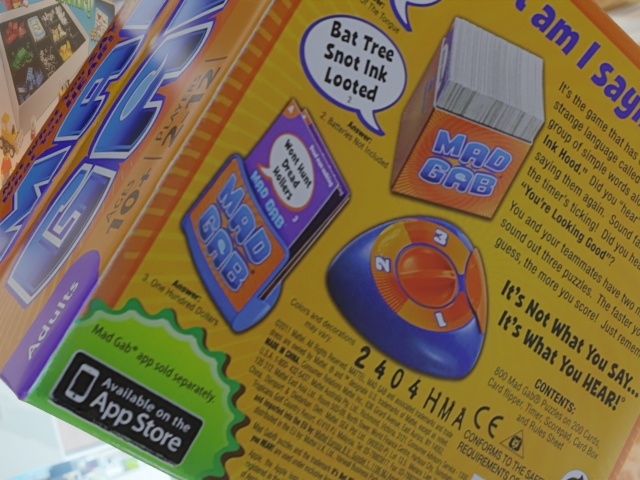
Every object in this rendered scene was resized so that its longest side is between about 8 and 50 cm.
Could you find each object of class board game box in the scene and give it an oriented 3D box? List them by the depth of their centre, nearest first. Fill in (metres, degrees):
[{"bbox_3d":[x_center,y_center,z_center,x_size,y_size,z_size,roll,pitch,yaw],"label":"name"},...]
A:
[{"bbox_3d":[0.000,0.000,0.697,0.357,0.356,0.356,36,168,-25],"label":"board game box"},{"bbox_3d":[-0.259,-0.142,0.898,0.053,0.192,0.305,4,-173,6],"label":"board game box"}]
